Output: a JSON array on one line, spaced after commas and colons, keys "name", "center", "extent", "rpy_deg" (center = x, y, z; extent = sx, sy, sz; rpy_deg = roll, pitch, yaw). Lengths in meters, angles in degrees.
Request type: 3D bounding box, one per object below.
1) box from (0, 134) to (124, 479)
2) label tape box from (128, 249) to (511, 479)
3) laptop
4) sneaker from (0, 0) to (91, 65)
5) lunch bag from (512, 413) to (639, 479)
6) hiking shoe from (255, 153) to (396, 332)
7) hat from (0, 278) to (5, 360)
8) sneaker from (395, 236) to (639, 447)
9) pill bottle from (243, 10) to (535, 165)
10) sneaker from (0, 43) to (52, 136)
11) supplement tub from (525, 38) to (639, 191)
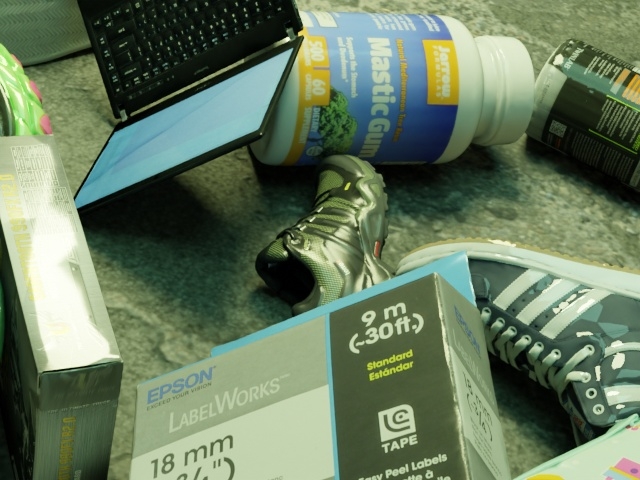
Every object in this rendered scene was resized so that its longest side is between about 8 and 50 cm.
[{"name": "box", "center": [-0.201, 0.066, 0.853], "extent": [0.056, 0.183, 0.231], "rpy_deg": [-6, 46, -22]}, {"name": "label tape box", "center": [-0.005, 0.131, 0.806], "extent": [0.241, 0.106, 0.333], "rpy_deg": [-22, 41, 16]}, {"name": "laptop", "center": [-0.149, -0.180, 1.073], "extent": [0.136, 0.234, 0.264], "rpy_deg": [-13, 84, -60]}, {"name": "sneaker", "center": [-0.309, -0.277, 1.264], "extent": [0.292, 0.108, 0.169], "rpy_deg": [-13, 46, -41]}, {"name": "lunch bag", "center": [0.231, 0.251, 0.794], "extent": [0.223, 0.160, 0.262], "rpy_deg": [-18, 57, -30]}, {"name": "hiking shoe", "center": [0.000, 0.000, 1.054], "extent": [0.114, 0.086, 0.227], "rpy_deg": [6, 43, -14]}, {"name": "hat", "center": [-0.326, 0.075, 0.771], "extent": [0.183, 0.173, 0.208], "rpy_deg": [21, 30, -35]}, {"name": "sneaker", "center": [0.185, 0.094, 0.995], "extent": [0.282, 0.099, 0.153], "rpy_deg": [9, 60, 17]}, {"name": "pill bottle", "center": [0.069, -0.151, 1.188], "extent": [0.272, 0.152, 0.152], "rpy_deg": [-2, 44, -18]}, {"name": "sneaker", "center": [-0.427, -0.170, 1.047], "extent": [0.202, 0.185, 0.483], "rpy_deg": [-22, 52, -39]}, {"name": "supplement tub", "center": [0.321, -0.126, 1.260], "extent": [0.190, 0.117, 0.117], "rpy_deg": [30, 44, 16]}]
